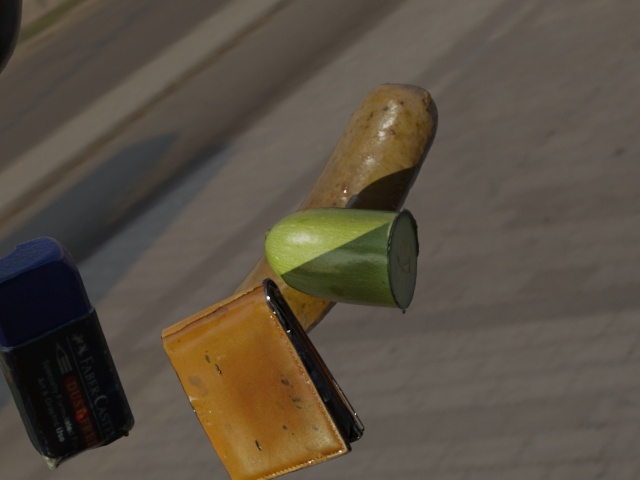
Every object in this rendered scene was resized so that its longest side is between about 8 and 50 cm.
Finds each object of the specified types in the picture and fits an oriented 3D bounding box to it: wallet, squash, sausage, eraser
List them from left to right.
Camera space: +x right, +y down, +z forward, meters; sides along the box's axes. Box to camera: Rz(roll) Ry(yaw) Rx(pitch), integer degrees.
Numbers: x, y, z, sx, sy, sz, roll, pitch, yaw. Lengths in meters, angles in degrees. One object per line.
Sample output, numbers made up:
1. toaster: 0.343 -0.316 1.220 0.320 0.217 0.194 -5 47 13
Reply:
1. eraser: -0.386 0.165 2.195 0.155 0.332 0.101 -25 30 -19
2. wallet: -0.063 0.149 1.549 0.161 0.195 0.042 -26 6 32
3. sausage: 0.002 0.002 2.012 0.500 0.136 0.123 -56 -24 -5
4. squash: 0.018 0.014 1.761 0.187 0.123 0.123 7 31 22

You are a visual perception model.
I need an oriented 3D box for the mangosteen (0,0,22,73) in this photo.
1. mangosteen: -0.389 -0.220 1.196 0.275 0.274 0.302 -17 -6 38
